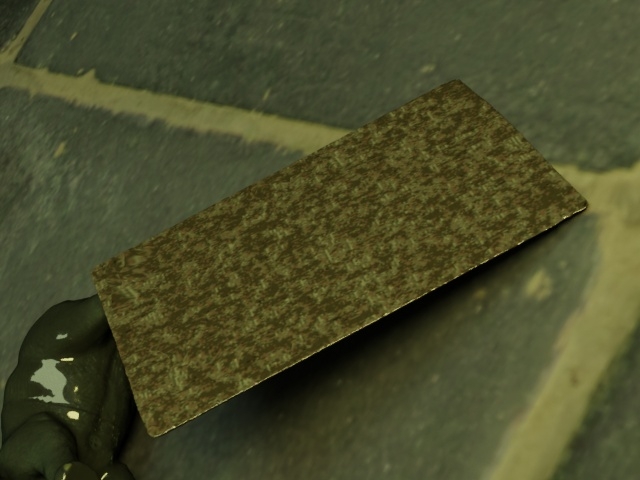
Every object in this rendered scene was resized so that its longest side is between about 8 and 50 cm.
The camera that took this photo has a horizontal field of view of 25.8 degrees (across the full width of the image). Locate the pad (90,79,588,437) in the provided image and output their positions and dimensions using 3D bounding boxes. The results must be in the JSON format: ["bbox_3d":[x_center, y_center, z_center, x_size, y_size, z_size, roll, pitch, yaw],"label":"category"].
[{"bbox_3d":[0.000,0.000,0.714,0.235,0.003,0.158,-28,35,-3],"label":"pad"}]

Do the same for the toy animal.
[{"bbox_3d":[-0.140,0.138,0.774,0.137,0.082,0.270,-7,59,51],"label":"toy animal"}]
